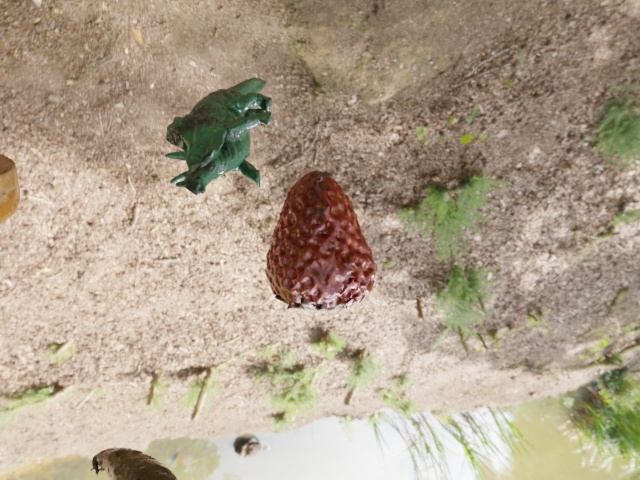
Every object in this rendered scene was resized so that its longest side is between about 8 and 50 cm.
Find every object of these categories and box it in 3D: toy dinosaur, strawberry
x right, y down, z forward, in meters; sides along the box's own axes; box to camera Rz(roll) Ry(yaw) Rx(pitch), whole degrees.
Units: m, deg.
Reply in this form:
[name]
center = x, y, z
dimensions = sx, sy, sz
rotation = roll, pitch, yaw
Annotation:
[toy dinosaur]
center = -0.099, -0.153, 0.547
dimensions = 0.119, 0.292, 0.079
rotation = 18, 136, 11
[strawberry]
center = 0.000, 0.000, 0.763
dimensions = 0.205, 0.205, 0.245
rotation = -2, 96, -24

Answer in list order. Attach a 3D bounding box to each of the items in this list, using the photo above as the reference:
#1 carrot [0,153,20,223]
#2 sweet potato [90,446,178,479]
[carrot]
center = -0.650, -0.092, 0.700
dimensions = 0.258, 0.307, 0.100
rotation = 17, 110, -4
[sweet potato]
center = -0.240, 0.438, 0.629
dimensions = 0.130, 0.422, 0.131
rotation = -19, 125, -31
